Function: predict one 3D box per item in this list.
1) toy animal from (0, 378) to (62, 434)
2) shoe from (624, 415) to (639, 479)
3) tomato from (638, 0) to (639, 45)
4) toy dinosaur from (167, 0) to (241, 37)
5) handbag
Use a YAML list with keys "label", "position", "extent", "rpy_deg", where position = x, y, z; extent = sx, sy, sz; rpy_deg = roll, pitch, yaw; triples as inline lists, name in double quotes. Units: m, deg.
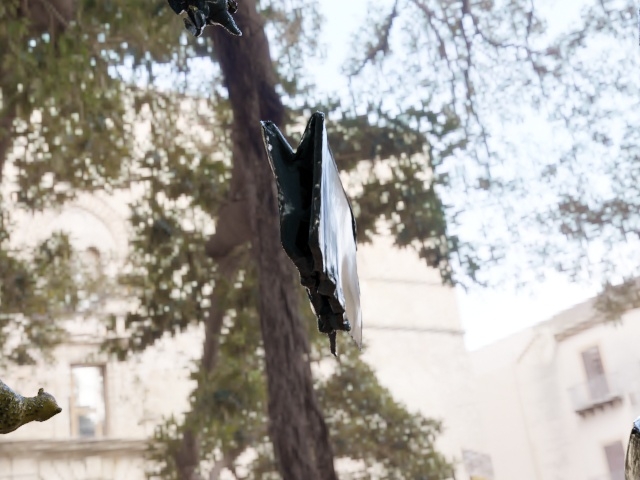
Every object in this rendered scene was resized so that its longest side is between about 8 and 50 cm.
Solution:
- label: "toy animal"
  position: [-0.430, 0.183, 1.268]
  extent: [0.136, 0.181, 0.073]
  rpy_deg: [-39, -2, -27]
- label: "shoe"
  position: [0.222, 0.182, 0.282]
  extent: [0.132, 0.171, 0.336]
  rpy_deg: [-6, 23, -44]
- label: "tomato"
  position: [0.508, -0.293, 1.304]
  extent: [0.208, 0.208, 0.184]
  rpy_deg: [14, -7, -43]
- label: "toy dinosaur"
  position: [-0.101, -0.207, 0.876]
  extent: [0.047, 0.083, 0.030]
  rpy_deg: [-33, -9, -29]
- label: "handbag"
  position: [0.000, 0.000, 0.907]
  extent: [0.057, 0.144, 0.221]
  rpy_deg: [-10, -32, 5]
